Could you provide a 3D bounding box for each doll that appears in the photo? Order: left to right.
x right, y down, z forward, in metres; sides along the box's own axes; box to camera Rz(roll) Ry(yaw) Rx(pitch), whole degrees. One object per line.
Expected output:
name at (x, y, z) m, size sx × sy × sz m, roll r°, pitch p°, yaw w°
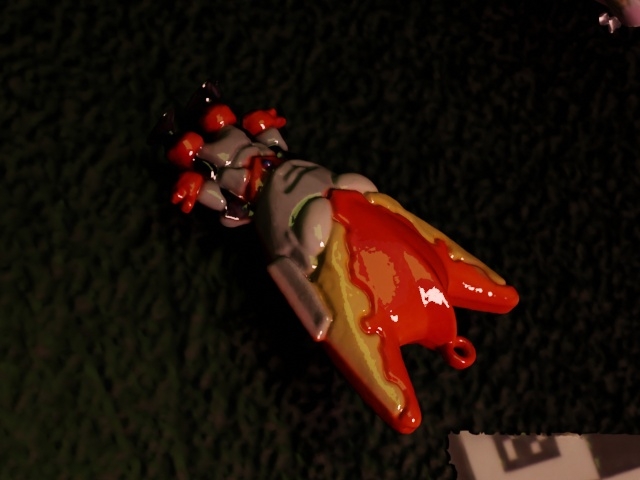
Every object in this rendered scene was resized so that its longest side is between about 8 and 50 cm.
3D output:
doll at (0.000, 0.000, 0.701) m, size 0.169 × 0.057 × 0.109 m, roll 37°, pitch 43°, yaw 9°

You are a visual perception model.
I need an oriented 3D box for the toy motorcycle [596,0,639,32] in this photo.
toy motorcycle at (0.227, -0.179, 0.824) m, size 0.327 × 0.143 × 0.188 m, roll 12°, pitch 74°, yaw -34°

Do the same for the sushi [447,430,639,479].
sushi at (0.233, 0.229, 0.701) m, size 0.339 × 0.069 × 0.320 m, roll 4°, pitch 69°, yaw -21°
